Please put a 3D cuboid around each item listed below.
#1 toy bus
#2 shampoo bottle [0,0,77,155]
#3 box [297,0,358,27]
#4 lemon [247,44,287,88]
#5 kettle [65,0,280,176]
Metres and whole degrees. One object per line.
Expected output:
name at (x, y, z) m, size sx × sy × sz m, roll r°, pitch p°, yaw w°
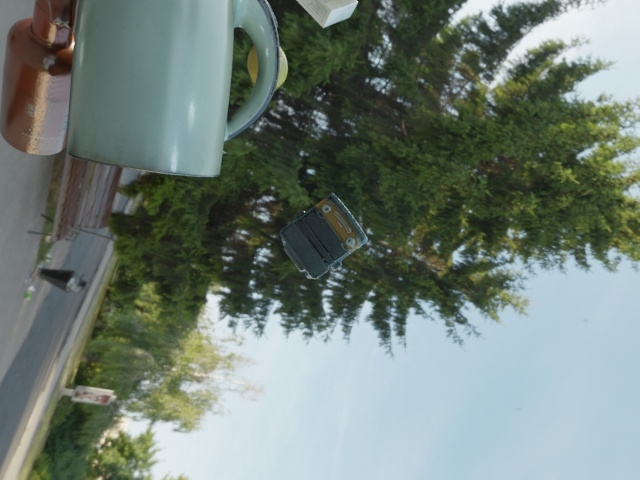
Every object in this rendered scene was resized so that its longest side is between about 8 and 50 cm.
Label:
toy bus at (0.000, 0.000, 0.933) m, size 0.167 × 0.138 × 0.275 m, roll -36°, pitch 178°, yaw -7°
shampoo bottle at (-0.332, -0.201, 0.486) m, size 0.244 × 0.086 × 0.085 m, roll -35°, pitch -139°, yaw 44°
box at (-0.017, -0.445, 0.699) m, size 0.084 × 0.154 × 0.040 m, roll -42°, pitch 179°, yaw -33°
lemon at (-0.085, -0.280, 0.654) m, size 0.065 × 0.065 × 0.092 m, roll -107°, pitch -166°, yaw -56°
kettle at (-0.154, -0.197, 0.454) m, size 0.161 × 0.222 × 0.236 m, roll 28°, pitch -69°, yaw 60°
